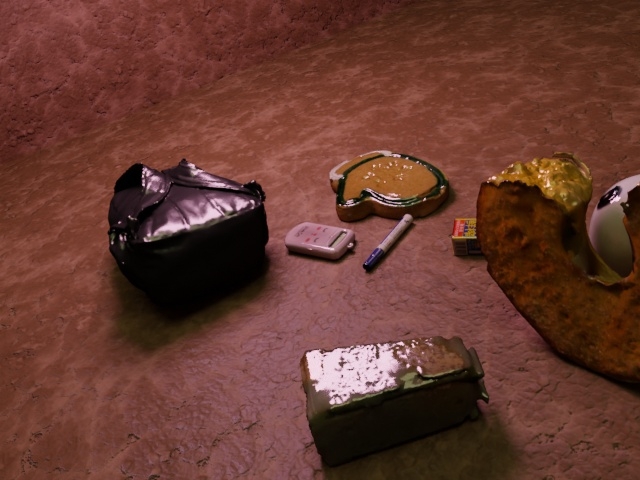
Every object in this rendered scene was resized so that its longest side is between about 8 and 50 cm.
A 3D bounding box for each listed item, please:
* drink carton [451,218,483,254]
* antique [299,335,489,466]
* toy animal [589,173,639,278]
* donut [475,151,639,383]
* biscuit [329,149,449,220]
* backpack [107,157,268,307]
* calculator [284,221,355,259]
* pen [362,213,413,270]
[{"bbox_3d":[0.366,-0.007,1.391,0.165,0.056,0.071,1,43,20],"label":"drink carton"},{"bbox_3d":[0.118,0.239,1.041,0.284,0.125,0.150,-12,34,2],"label":"antique"},{"bbox_3d":[0.625,-0.009,1.164,0.266,0.213,0.212,27,50,37],"label":"toy animal"},{"bbox_3d":[0.476,0.022,1.046,0.163,0.378,0.435,-19,14,-35],"label":"donut"},{"bbox_3d":[0.151,-0.142,1.666,0.287,0.057,0.343,-29,36,-23],"label":"biscuit"},{"bbox_3d":[-0.333,-0.052,1.534,0.363,0.255,0.445,-23,31,-26],"label":"backpack"},{"bbox_3d":[0.000,0.000,1.527,0.175,0.032,0.100,10,39,31],"label":"calculator"},{"bbox_3d":[0.153,0.002,1.478,0.025,0.025,0.204,13,41,34],"label":"pen"}]
